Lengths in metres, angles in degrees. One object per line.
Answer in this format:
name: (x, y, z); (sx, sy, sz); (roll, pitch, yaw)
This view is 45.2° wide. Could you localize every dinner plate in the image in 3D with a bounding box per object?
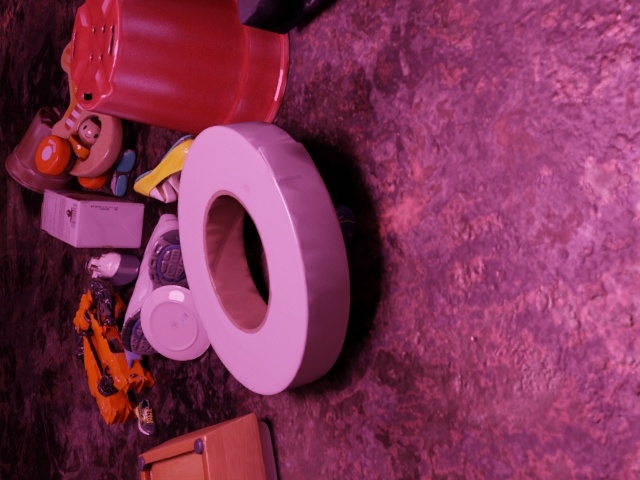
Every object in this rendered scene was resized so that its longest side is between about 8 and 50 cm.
dinner plate: (-0.256, 0.148, 1.353); (0.141, 0.017, 0.141); (4, 105, 14)

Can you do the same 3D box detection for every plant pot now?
plant pot: (-0.232, -0.288, 1.211); (0.272, 0.265, 0.273); (-5, 84, 53)
plant pot: (-0.658, -0.226, 1.883); (0.165, 0.167, 0.167); (-53, 48, 26)

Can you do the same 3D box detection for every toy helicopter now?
toy helicopter: (-0.499, -0.302, 1.664); (0.235, 0.140, 0.355); (-30, 62, 26)

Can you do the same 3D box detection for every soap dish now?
soap dish: (-0.183, 0.414, 1.225); (0.290, 0.118, 0.229); (-29, 65, 48)

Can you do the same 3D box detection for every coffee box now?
coffee box: (-0.496, -0.049, 1.657); (0.246, 0.141, 0.098); (15, 100, 54)

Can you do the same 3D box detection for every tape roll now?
tape roll: (-0.094, 0.024, 1.096); (0.392, 0.072, 0.392); (26, 122, 52)

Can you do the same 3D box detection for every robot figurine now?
robot figurine: (-0.444, 0.227, 1.617); (0.211, 0.085, 0.291); (-59, 46, 33)

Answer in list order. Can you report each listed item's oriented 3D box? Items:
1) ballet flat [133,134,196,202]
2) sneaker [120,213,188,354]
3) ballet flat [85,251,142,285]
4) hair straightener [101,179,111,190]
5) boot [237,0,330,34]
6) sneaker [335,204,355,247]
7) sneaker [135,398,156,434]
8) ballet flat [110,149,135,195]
ballet flat: (-0.278, -0.115, 1.429); (0.231, 0.077, 0.077); (-31, 80, 46)
sneaker: (-0.295, 0.086, 1.432); (0.297, 0.110, 0.129); (-64, 25, 24)
ballet flat: (-0.451, 0.057, 1.642); (0.203, 0.074, 0.074); (0, 88, 54)
hair straightener: (-0.506, -0.223, 1.770); (0.089, 0.047, 0.231); (-21, 76, 51)
boot: (-0.030, -0.564, 1.051); (0.367, 0.146, 0.446); (-38, 55, 55)
sneaker: (0.000, 0.000, 1.060); (0.135, 0.052, 0.058); (-61, 40, 30)
sneaker: (-0.344, 0.348, 1.518); (0.083, 0.031, 0.035); (49, 125, 43)
ballet flat: (-0.429, -0.152, 1.655); (0.041, 0.041, 0.114); (50, 127, 42)
